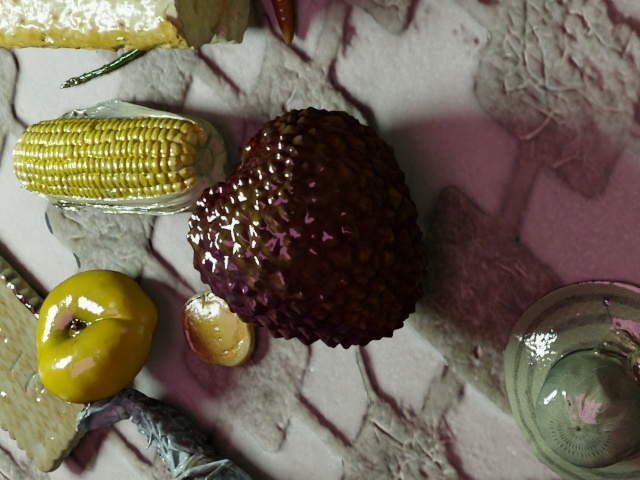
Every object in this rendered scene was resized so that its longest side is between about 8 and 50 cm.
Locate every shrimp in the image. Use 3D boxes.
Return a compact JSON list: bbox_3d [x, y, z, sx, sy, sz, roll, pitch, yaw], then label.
[{"bbox_3d":[-0.155,0.333,1.535,0.410,0.166,0.221,52,157,25],"label":"shrimp"}]

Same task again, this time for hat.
[{"bbox_3d":[0.283,0.172,1.245,0.252,0.110,0.252,9,108,29],"label":"hat"}]

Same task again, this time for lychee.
[{"bbox_3d":[0.000,0.000,1.304,0.271,0.271,0.271,9,107,29],"label":"lychee"}]

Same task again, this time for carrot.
[{"bbox_3d":[-0.051,-0.326,1.358,0.048,0.048,0.216,3,109,31],"label":"carrot"}]

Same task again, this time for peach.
[{"bbox_3d":[-0.290,0.123,1.556,0.179,0.103,0.179,-13,61,24],"label":"peach"}]

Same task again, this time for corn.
[{"bbox_3d":[-0.252,-0.098,1.502,0.305,0.122,0.123,6,133,33],"label":"corn"}]

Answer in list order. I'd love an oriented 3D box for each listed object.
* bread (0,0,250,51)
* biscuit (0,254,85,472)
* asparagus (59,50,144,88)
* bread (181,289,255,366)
[{"bbox_3d":[-0.267,-0.340,1.409,0.375,0.165,0.237,4,103,32],"label":"bread"},{"bbox_3d":[-0.438,0.155,1.715,0.325,0.044,0.217,43,120,14],"label":"biscuit"},{"bbox_3d":[-0.272,-0.221,1.534,0.163,0.016,0.016,-19,119,34],"label":"asparagus"},{"bbox_3d":[-0.129,0.112,1.528,0.110,0.024,0.110,9,108,30],"label":"bread"}]
